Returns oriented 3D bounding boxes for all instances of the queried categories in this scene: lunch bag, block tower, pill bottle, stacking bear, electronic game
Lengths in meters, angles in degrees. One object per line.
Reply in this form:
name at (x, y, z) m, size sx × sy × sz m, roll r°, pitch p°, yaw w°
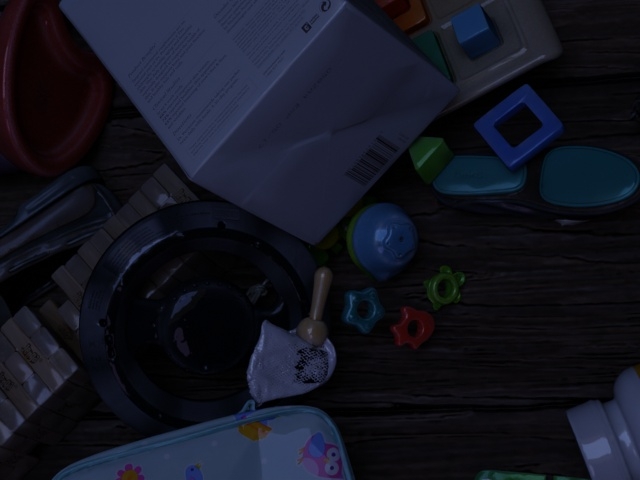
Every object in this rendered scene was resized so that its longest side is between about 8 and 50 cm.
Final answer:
lunch bag at (-0.090, 0.262, 1.466) m, size 0.279 × 0.108 × 0.224 m, roll -14°, pitch 72°, yaw -7°
block tower at (-0.223, 0.086, 1.594) m, size 0.335 × 0.097 × 0.091 m, roll -45°, pitch 68°, yaw 0°
pill bottle at (0.317, 0.146, 1.415) m, size 0.208 × 0.117 × 0.118 m, roll -21°, pitch 70°, yaw 4°
stacking bear at (-0.381, -0.140, 1.673) m, size 0.289 × 0.175 × 0.164 m, roll 1°, pitch 59°, yaw 26°
electronic game at (-0.103, 0.077, 1.533) m, size 0.229 × 0.048 × 0.229 m, roll -2°, pitch 101°, yaw -12°

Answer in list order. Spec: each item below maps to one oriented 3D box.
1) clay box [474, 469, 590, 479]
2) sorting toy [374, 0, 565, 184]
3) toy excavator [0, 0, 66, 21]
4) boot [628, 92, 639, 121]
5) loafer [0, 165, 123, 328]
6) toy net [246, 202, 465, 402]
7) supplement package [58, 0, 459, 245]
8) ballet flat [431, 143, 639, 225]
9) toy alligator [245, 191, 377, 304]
clay box at (0.177, 0.306, 1.443) m, size 0.127 × 0.053 × 0.222 m, roll 3°, pitch 75°, yaw 15°
sorting toy at (0.105, -0.205, 1.581) m, size 0.196 × 0.047 × 0.348 m, roll -25°, pitch 57°, yaw 12°
toy excavator at (-0.307, -0.435, 1.732) m, size 0.432 × 0.222 × 0.445 m, roll 2°, pitch 61°, yaw 14°
boot at (0.348, -0.043, 1.495) m, size 0.263 × 0.091 × 0.229 m, roll -35°, pitch 63°, yaw -2°
loafer at (-0.299, 0.040, 1.629) m, size 0.267 × 0.096 × 0.084 m, roll -41°, pitch 74°, yaw -2°
toy net at (0.022, 0.072, 1.519) m, size 0.232 × 0.045 × 0.122 m, roll -43°, pitch 109°, yaw -21°
supplement package at (-0.057, -0.173, 1.522) m, size 0.199 × 0.198 × 0.263 m, roll -47°, pitch 53°, yaw 11°
ballet flat at (0.200, -0.048, 1.530) m, size 0.203 × 0.074 × 0.074 m, roll 2°, pitch 74°, yaw 26°
toy alligator at (0.000, 0.000, 1.586) m, size 0.051 × 0.056 × 0.190 m, roll 36°, pitch 93°, yaw -22°
